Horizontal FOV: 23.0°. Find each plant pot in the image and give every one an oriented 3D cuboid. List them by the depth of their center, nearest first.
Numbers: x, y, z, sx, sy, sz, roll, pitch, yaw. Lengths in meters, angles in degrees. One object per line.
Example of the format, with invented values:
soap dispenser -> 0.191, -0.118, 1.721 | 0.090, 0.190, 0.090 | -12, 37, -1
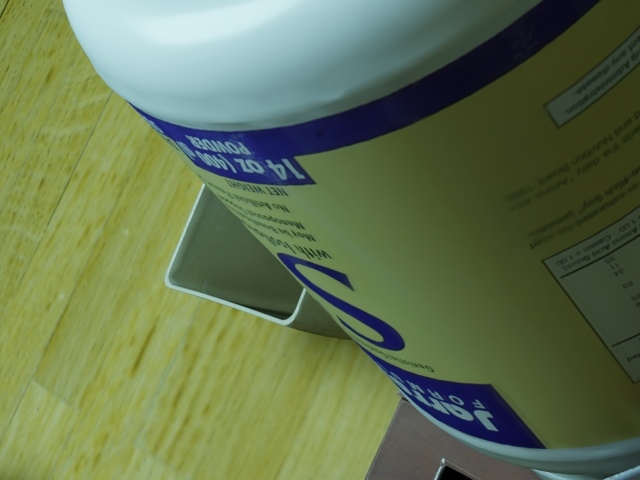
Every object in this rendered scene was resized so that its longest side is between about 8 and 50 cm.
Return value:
plant pot -> 0.000, 0.000, 0.860 | 0.109, 0.096, 0.109 | 15, 80, 47

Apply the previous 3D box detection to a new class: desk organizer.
desk organizer -> 0.084, 0.122, 0.756 | 0.130, 0.047, 0.050 | 23, 88, 47

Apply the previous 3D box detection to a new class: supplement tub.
supplement tub -> 0.084, -0.058, 0.610 | 0.241, 0.331, 0.241 | -21, 44, 22

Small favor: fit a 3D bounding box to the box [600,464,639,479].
box -> 0.182, 0.184, 0.542 | 0.167, 0.168, 0.203 | -29, 52, 31
